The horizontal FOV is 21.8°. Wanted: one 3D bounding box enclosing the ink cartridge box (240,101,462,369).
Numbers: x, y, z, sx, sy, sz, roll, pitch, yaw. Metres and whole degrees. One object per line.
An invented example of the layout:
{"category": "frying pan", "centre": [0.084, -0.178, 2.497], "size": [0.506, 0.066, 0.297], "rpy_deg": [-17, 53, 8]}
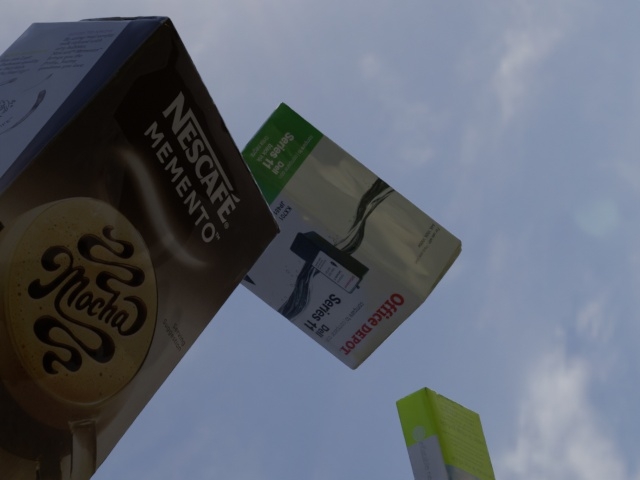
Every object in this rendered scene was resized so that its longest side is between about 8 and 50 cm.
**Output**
{"category": "ink cartridge box", "centre": [0.000, 0.000, 1.491], "size": [0.208, 0.153, 0.087], "rpy_deg": [37, -129, -2]}

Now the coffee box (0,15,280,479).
{"category": "coffee box", "centre": [-0.170, 0.028, 0.921], "size": [0.297, 0.119, 0.168], "rpy_deg": [-54, -49, -33]}

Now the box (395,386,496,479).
{"category": "box", "centre": [0.136, 0.242, 1.632], "size": [0.109, 0.042, 0.178], "rpy_deg": [30, -141, -49]}
